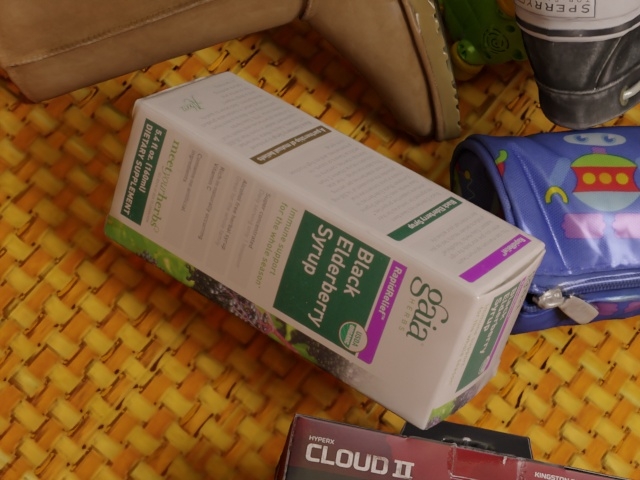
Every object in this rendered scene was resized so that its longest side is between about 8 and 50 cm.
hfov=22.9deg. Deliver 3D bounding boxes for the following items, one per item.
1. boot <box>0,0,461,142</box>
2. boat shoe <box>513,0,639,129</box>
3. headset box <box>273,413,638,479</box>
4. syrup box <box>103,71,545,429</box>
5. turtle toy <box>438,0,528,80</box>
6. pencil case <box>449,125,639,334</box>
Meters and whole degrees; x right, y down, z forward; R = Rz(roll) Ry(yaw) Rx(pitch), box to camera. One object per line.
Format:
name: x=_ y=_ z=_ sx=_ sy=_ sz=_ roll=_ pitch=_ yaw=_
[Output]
boot: x=-0.062 y=-0.137 z=1.000 sx=0.269 sy=0.236 sz=0.089 roll=-15 pitch=31 yaw=8
boat shoe: x=0.217 y=-0.174 z=1.048 sx=0.121 sy=0.119 sz=0.335 roll=19 pitch=35 yaw=31
headset box: x=0.066 y=0.235 z=0.852 sx=0.218 sy=0.110 sz=0.293 roll=11 pitch=65 yaw=-3
syrup box: x=0.000 y=0.000 z=0.914 sx=0.237 sy=0.093 sz=0.096 roll=31 pitch=31 yaw=21
turtle toy: x=0.114 y=-0.175 z=1.062 sx=0.066 sy=0.095 sz=0.130 roll=-8 pitch=65 yaw=-33
pencil case: x=0.229 y=-0.010 z=0.979 sx=0.306 sy=0.119 sz=0.133 roll=-4 pitch=43 yaw=-9
